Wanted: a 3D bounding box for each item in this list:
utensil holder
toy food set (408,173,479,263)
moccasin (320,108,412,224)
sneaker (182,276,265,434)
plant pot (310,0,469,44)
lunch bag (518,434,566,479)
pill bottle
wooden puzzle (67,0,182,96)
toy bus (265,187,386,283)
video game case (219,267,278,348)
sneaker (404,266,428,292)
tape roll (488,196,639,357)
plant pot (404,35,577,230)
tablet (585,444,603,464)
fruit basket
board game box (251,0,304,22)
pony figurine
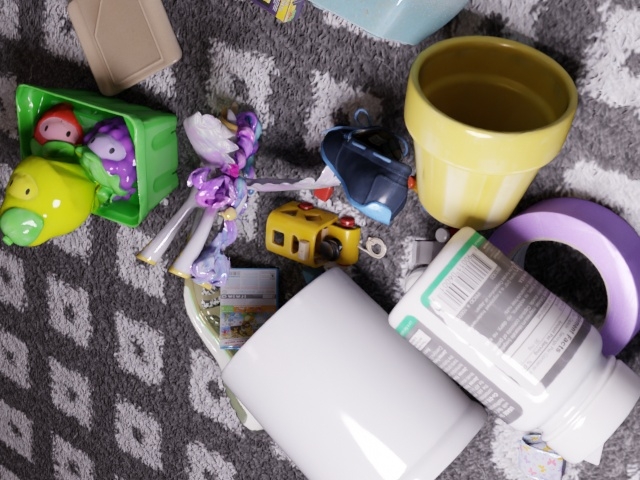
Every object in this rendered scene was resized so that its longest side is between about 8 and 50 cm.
[{"bbox_3d":[0.053,0.288,1.811,0.385,0.328,0.327,45,130,8],"label":"utensil holder"},{"bbox_3d":[0.196,0.000,1.700,0.111,0.105,0.232,9,96,42],"label":"toy food set"},{"bbox_3d":[0.096,-0.135,1.681,0.116,0.138,0.342,-58,26,16],"label":"moccasin"},{"bbox_3d":[-0.146,0.192,2.105,0.182,0.158,0.410,-27,89,10],"label":"sneaker"},{"bbox_3d":[0.113,-0.438,1.493,0.247,0.248,0.252,32,109,23],"label":"plant pot"},{"bbox_3d":[0.398,0.390,1.787,0.083,0.053,0.071,10,117,24],"label":"lunch bag"},{"bbox_3d":[0.300,0.163,1.537,0.361,0.204,0.204,41,129,7],"label":"pill bottle"},{"bbox_3d":[-0.407,-0.440,2.077,0.239,0.044,0.220,-18,97,36],"label":"wooden puzzle"},{"bbox_3d":[-0.010,0.001,1.906,0.202,0.104,0.191,-36,85,42],"label":"toy bus"},{"bbox_3d":[-0.146,0.140,2.042,0.119,0.015,0.166,0,83,-3],"label":"video game case"},{"bbox_3d":[0.251,0.155,1.758,0.290,0.123,0.105,38,129,22],"label":"sneaker"},{"bbox_3d":[0.399,0.071,1.629,0.275,0.090,0.274,15,117,32],"label":"tape roll"},{"bbox_3d":[0.249,-0.155,1.565,0.254,0.254,0.239,33,141,23],"label":"plant pot"},{"bbox_3d":[0.470,0.351,1.745,0.054,0.006,0.083,20,119,31],"label":"tablet"},{"bbox_3d":[-0.523,-0.156,2.070,0.392,0.392,0.282,18,119,31],"label":"fruit basket"},{"bbox_3d":[-0.079,-0.503,1.787,0.141,0.048,0.170,36,126,18],"label":"board game box"},{"bbox_3d":[-0.177,-0.095,1.839,0.351,0.303,0.363,14,78,61],"label":"pony figurine"}]
